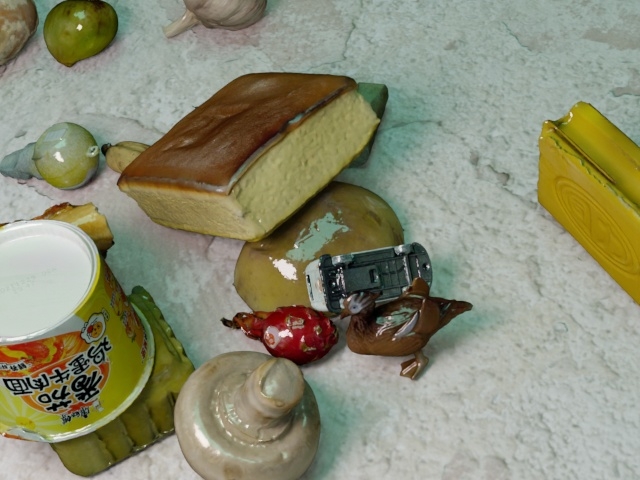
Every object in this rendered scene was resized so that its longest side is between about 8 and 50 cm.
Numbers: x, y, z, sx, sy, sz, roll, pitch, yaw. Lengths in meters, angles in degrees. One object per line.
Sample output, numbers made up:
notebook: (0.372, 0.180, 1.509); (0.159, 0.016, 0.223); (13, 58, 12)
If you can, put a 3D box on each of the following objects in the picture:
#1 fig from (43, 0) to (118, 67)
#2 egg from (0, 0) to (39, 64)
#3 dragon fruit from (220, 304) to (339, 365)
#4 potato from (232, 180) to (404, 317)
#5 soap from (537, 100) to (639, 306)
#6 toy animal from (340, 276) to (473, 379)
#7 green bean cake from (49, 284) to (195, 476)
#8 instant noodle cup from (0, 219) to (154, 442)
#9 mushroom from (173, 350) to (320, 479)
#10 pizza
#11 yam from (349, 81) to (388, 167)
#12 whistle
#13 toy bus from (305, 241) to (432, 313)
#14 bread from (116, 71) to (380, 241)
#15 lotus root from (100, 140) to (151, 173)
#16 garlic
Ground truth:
fig: (-0.470, -0.418, 2.166); (0.153, 0.121, 0.136); (-25, 9, 11)
egg: (-0.671, -0.429, 2.161); (0.233, 0.195, 0.195); (-18, 48, -26)
dragon fruit: (-0.068, 0.140, 1.656); (0.190, 0.094, 0.094); (4, 49, 20)
potato: (0.000, 0.000, 1.752); (0.299, 0.116, 0.239); (-33, 58, -18)
soap: (0.453, -0.044, 1.663); (0.096, 0.204, 0.324); (-28, 51, -12)
toy animal: (0.121, 0.107, 1.584); (0.188, 0.179, 0.089); (-27, 43, 4)
green bean cake: (-0.314, 0.194, 1.612); (0.236, 0.124, 0.233); (-29, 51, -16)
instant noodle cup: (-0.367, 0.108, 1.480); (0.264, 0.200, 0.264); (-4, 48, 4)
mushroom: (-0.098, 0.245, 1.494); (0.206, 0.209, 0.206); (0, 81, -2)
pizza: (-0.451, 0.017, 1.711); (0.409, 0.114, 0.278); (-13, 6, 40)
yam: (0.074, -0.210, 1.946); (0.068, 0.068, 0.169); (8, 52, 14)
whistle: (-0.474, -0.138, 1.954); (0.223, 0.123, 0.123); (-8, 45, 30)
toy bus: (0.070, 0.055, 1.646); (0.194, 0.089, 0.087); (-9, 87, -30)
bread: (-0.121, -0.144, 1.795); (0.333, 0.143, 0.323); (7, 44, 50)
lotus root: (-0.321, -0.139, 1.943); (0.152, 0.063, 0.072); (20, 28, 31)
garlic: (-0.229, -0.473, 2.173); (0.212, 0.218, 0.218); (-50, 51, 14)
